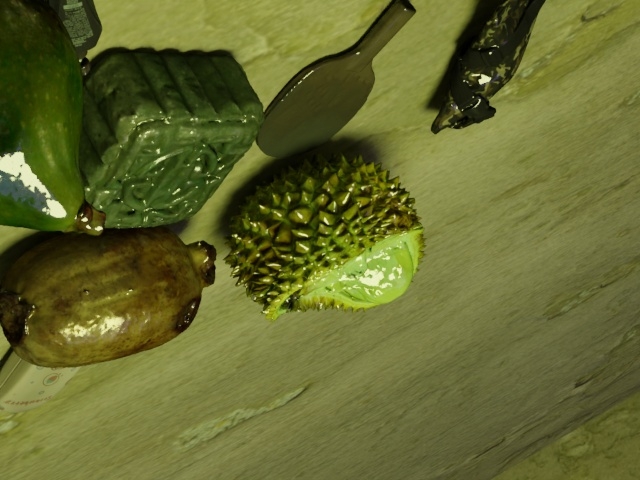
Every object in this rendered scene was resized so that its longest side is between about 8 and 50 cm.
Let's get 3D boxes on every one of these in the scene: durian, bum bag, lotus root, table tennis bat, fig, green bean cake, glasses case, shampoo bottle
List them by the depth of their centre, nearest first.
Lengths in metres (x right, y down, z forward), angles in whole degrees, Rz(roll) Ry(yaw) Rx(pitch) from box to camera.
[{"bbox_3d":[-0.262,-0.096,1.106,0.195,0.245,0.195,-40,169,-10],"label":"fig"},{"bbox_3d":[-0.214,-0.193,1.230,0.048,0.027,0.137,-14,149,-11],"label":"shampoo bottle"},{"bbox_3d":[-0.166,-0.091,1.393,0.183,0.094,0.185,-6,147,-46],"label":"green bean cake"},{"bbox_3d":[-0.217,0.052,1.505,0.260,0.145,0.128,-17,-175,-34],"label":"lotus root"},{"bbox_3d":[0.020,-0.173,1.549,0.234,0.022,0.131,-46,151,25],"label":"table tennis bat"},{"bbox_3d":[-0.303,0.124,1.619,0.081,0.051,0.204,-1,137,-51],"label":"glasses case"},{"bbox_3d":[0.002,-0.001,1.633,0.237,0.176,0.200,-16,138,-44],"label":"durian"},{"bbox_3d":[0.194,-0.208,1.633,0.102,0.069,0.248,-17,146,-31],"label":"bum bag"}]
